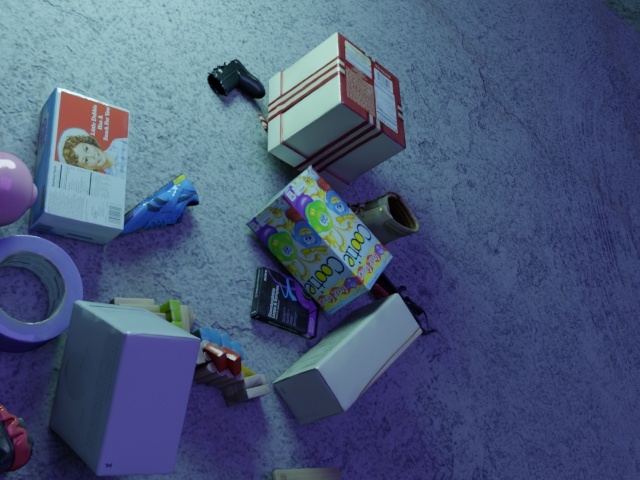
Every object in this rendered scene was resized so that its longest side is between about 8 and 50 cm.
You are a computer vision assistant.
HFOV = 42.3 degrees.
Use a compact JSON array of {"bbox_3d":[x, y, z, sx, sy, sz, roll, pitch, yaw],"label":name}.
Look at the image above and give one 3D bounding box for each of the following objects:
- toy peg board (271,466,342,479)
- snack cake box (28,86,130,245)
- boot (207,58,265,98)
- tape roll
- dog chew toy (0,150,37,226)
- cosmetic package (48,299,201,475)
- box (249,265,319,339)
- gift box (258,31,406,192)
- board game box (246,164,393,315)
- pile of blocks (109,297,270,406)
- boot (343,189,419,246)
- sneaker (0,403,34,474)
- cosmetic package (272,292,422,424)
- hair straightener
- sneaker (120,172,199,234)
[{"bbox_3d":[-0.027,0.540,1.625,0.161,0.079,0.160,10,49,-37],"label":"toy peg board"},{"bbox_3d":[-0.451,-0.138,1.558,0.152,0.089,0.264,14,62,-33],"label":"snack cake box"},{"bbox_3d":[-0.195,-0.359,1.904,0.121,0.045,0.099,48,45,-2],"label":"boot"},{"bbox_3d":[-0.509,0.091,1.410,0.189,0.080,0.189,17,61,-34],"label":"tape roll"},{"bbox_3d":[-0.620,-0.104,1.334,0.332,0.207,0.206,12,63,-44],"label":"dog chew toy"},{"bbox_3d":[-0.322,0.235,1.349,0.138,0.225,0.224,11,93,-36],"label":"cosmetic package"},{"bbox_3d":[-0.073,0.135,1.789,0.162,0.029,0.116,23,57,-30],"label":"box"},{"bbox_3d":[0.030,-0.292,1.906,0.255,0.258,0.276,33,42,-34],"label":"gift box"},{"bbox_3d":[0.000,0.000,1.812,0.275,0.142,0.144,48,41,-7],"label":"board game box"},{"bbox_3d":[-0.226,0.197,1.577,0.362,0.113,0.149,31,53,-26],"label":"pile of blocks"},{"bbox_3d":[0.078,-0.071,1.889,0.262,0.203,0.095,41,50,-18],"label":"boot"},{"bbox_3d":[-0.560,0.254,1.265,0.276,0.098,0.135,59,27,-3],"label":"sneaker"},{"bbox_3d":[0.063,0.248,1.763,0.309,0.160,0.113,-38,97,-42],"label":"cosmetic package"},{"bbox_3d":[0.208,0.146,2.006,0.230,0.047,0.089,40,50,-19],"label":"hair straightener"},{"bbox_3d":[-0.319,-0.055,1.645,0.209,0.069,0.082,-42,103,-43],"label":"sneaker"}]
